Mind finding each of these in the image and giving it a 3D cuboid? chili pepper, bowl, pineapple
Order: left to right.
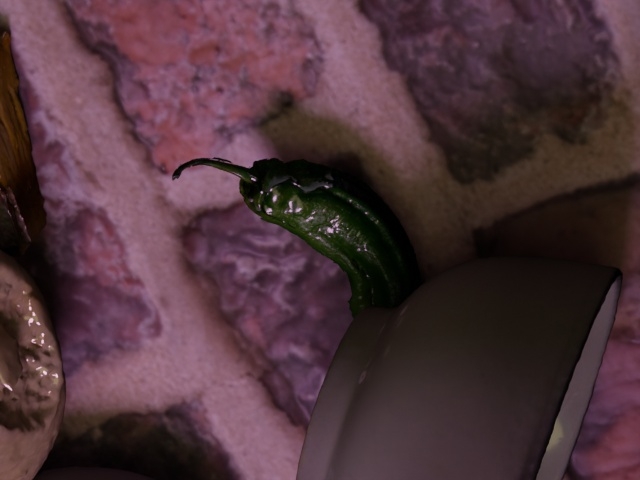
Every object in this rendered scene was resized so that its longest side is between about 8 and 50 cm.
[{"bbox_3d":[-0.314,-0.059,1.511,0.186,0.114,0.236,34,120,-7],"label":"pineapple"},{"bbox_3d":[0.000,0.000,1.498,0.122,0.065,0.279,-41,116,-2],"label":"chili pepper"},{"bbox_3d":[0.096,0.162,1.424,0.185,0.354,0.354,19,112,13],"label":"bowl"}]

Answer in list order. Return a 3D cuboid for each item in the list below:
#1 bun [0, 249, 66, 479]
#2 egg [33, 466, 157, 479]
[{"bbox_3d":[-0.395,0.121,1.474,0.364,0.202,0.364,10,134,10],"label":"bun"},{"bbox_3d":[-0.184,0.290,1.578,0.231,0.176,0.176,24,111,6],"label":"egg"}]
